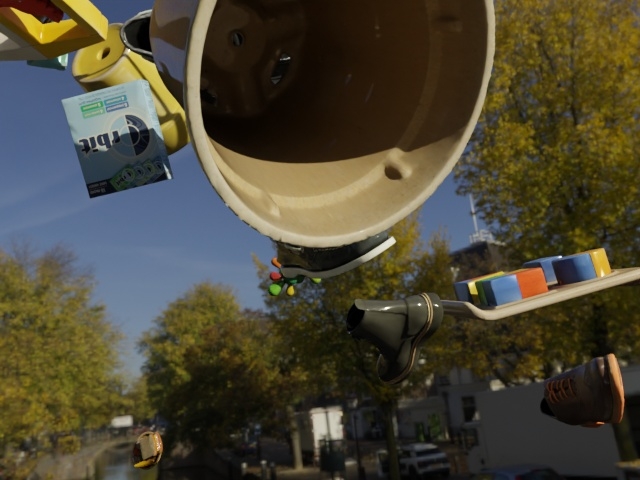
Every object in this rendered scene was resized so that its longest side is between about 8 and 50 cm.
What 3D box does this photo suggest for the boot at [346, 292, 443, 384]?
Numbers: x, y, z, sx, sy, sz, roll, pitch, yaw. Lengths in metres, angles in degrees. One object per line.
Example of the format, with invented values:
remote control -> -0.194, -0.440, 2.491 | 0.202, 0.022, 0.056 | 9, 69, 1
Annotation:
boot -> 0.086, 0.152, 0.880 | 0.137, 0.077, 0.198 | 2, -51, -21

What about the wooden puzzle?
wooden puzzle -> 0.400, 0.080, 1.081 | 0.348, 0.080, 0.322 | -11, -5, -3

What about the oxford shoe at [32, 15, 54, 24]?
oxford shoe -> -0.513, -0.423, 1.003 | 0.076, 0.076, 0.212 | -21, 0, -29

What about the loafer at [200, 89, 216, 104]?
loafer -> -0.174, -0.254, 0.964 | 0.170, 0.061, 0.062 | 35, -64, -28

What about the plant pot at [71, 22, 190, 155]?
plant pot -> -0.420, -0.353, 1.306 | 0.254, 0.254, 0.239 | -12, -29, 20

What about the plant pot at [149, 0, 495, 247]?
plant pot -> -0.039, -0.203, 0.635 | 0.334, 0.334, 0.305 | 6, 20, -36

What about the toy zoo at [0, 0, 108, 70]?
toy zoo -> -0.370, -0.266, 0.608 | 0.192, 0.030, 0.293 | -4, -13, 14

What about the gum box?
gum box -> -0.372, -0.185, 1.050 | 0.157, 0.184, 0.041 | -13, 7, 7

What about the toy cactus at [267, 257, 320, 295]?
toy cactus -> -0.034, 0.053, 1.390 | 0.219, 0.112, 0.180 | -21, -15, -24

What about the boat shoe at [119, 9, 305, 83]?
boat shoe -> -0.139, -0.291, 0.825 | 0.301, 0.108, 0.102 | 8, 14, 8

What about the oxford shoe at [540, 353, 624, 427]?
oxford shoe -> 0.575, 0.347, 1.268 | 0.133, 0.130, 0.363 | -1, -32, 10

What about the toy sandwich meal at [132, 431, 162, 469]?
toy sandwich meal -> -0.374, 0.450, 1.221 | 0.085, 0.085, 0.029 | -13, -21, 23

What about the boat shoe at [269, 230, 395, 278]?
boat shoe -> 0.000, 0.000, 0.888 | 0.114, 0.091, 0.302 | -29, 8, -32
